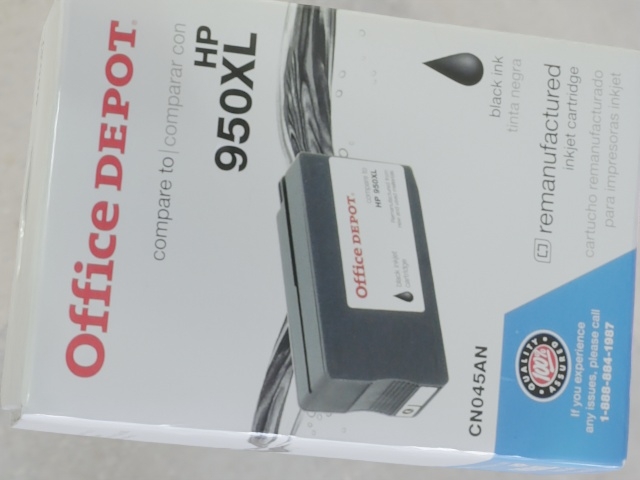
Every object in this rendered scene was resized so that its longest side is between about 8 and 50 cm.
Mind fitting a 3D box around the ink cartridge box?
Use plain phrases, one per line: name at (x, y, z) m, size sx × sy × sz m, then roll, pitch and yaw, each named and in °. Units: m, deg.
ink cartridge box at (0.000, 0.000, 1.146) m, size 0.394 × 0.166 × 0.285 m, roll 6°, pitch 81°, yaw -12°
